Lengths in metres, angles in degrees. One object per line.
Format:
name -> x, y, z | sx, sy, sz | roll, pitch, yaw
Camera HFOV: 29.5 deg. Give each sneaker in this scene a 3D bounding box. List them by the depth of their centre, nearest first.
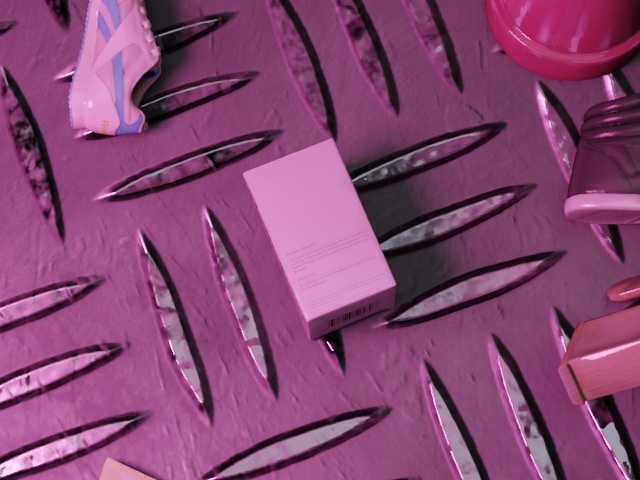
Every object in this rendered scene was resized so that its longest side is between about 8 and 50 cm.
sneaker -> 0.417, -0.094, 1.328 | 0.295, 0.104, 0.147 | 2, 78, 6
sneaker -> -0.226, -0.230, 1.404 | 0.092, 0.087, 0.229 | 9, 80, -3

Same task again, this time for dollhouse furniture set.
dollhouse furniture set -> 0.399, 0.229, 1.232 | 0.173, 0.303, 0.356 | -20, 101, 27

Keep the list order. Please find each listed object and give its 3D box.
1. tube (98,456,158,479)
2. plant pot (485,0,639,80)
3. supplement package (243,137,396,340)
tube -> -0.234, 0.347, 1.240 | 0.070, 0.062, 0.240 | 38, 68, -30
plant pot -> 0.292, -0.304, 1.358 | 0.201, 0.180, 0.201 | -1, 73, 2
supplement package -> 0.000, 0.000, 1.312 | 0.105, 0.105, 0.179 | -21, 74, -4
